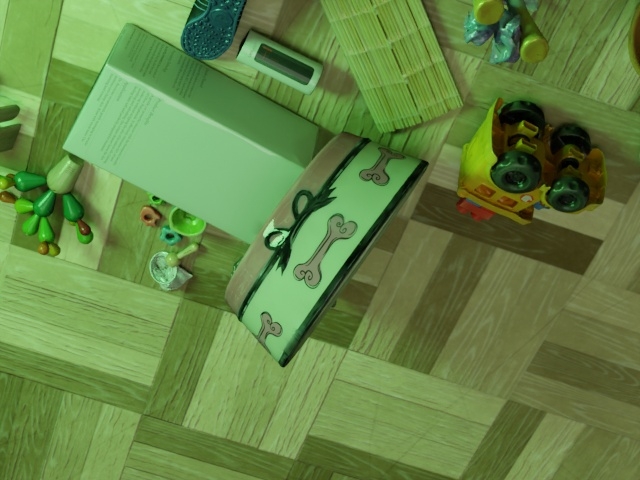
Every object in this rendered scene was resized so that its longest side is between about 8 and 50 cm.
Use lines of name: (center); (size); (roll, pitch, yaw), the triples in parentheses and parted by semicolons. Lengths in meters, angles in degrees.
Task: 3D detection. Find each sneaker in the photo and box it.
sneaker: (-0.151, -0.374, 1.854); (0.081, 0.090, 0.232); (25, 146, -13)

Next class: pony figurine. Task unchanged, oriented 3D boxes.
pony figurine: (0.241, -0.418, 1.640); (0.303, 0.363, 0.351); (0, 140, -9)

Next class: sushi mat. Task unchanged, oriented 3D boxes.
sushi mat: (0.107, -0.318, 1.894); (0.151, 0.019, 0.316); (-17, 123, 16)

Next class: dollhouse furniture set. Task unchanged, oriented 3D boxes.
dollhouse furniture set: (-0.596, -0.244, 2.024); (0.151, 0.123, 0.144); (44, 126, 18)

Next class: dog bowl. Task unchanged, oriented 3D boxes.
dog bowl: (0.000, 0.000, 1.926); (0.150, 0.408, 0.408); (35, 124, 3)

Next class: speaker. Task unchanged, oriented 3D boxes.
speaker: (-0.067, -0.287, 1.916); (0.136, 0.055, 0.055); (25, 125, -11)

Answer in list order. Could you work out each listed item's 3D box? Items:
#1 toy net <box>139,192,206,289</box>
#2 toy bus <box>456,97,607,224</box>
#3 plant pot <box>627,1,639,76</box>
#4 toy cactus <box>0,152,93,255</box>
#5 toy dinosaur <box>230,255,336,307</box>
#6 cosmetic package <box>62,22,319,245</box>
toy net: (-0.279, 0.010, 2.161); (0.122, 0.045, 0.232); (15, 126, -5)
toy bus: (0.329, -0.097, 1.965); (0.220, 0.149, 0.211); (23, 138, -14)
plant pot: (0.623, -0.276, 1.727); (0.291, 0.291, 0.203); (-29, 135, 25)
toy cactus: (-0.483, -0.076, 2.099); (0.219, 0.112, 0.180); (36, 112, -9)
toy dinosaur: (-0.091, 0.043, 2.159); (0.118, 0.064, 0.268); (-40, 111, 22)
cosmetic package: (-0.208, -0.168, 1.956); (0.365, 0.155, 0.197); (28, 125, -14)
